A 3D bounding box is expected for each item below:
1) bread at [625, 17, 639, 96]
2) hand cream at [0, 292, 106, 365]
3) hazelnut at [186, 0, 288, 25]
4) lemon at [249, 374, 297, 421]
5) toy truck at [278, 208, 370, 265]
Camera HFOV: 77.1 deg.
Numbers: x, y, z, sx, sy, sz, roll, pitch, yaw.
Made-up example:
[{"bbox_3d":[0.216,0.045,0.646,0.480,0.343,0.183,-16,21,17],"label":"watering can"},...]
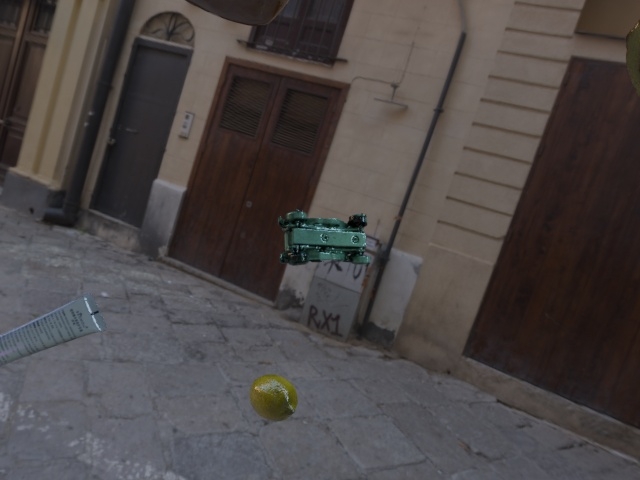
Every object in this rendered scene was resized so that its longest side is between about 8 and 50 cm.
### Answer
[{"bbox_3d":[0.407,-0.227,0.398,0.132,0.172,0.103,44,7,-33],"label":"bread"},{"bbox_3d":[-0.622,0.210,0.868,0.276,0.095,0.059,-22,8,-19],"label":"hand cream"},{"bbox_3d":[-0.135,-0.542,0.623,0.372,0.315,0.372,48,-21,25],"label":"hazelnut"},{"bbox_3d":[-0.087,0.299,0.764,0.111,0.082,0.082,6,-5,43],"label":"lemon"},{"bbox_3d":[0.001,0.000,0.624,0.154,0.080,0.078,1,-7,-30],"label":"toy truck"}]
